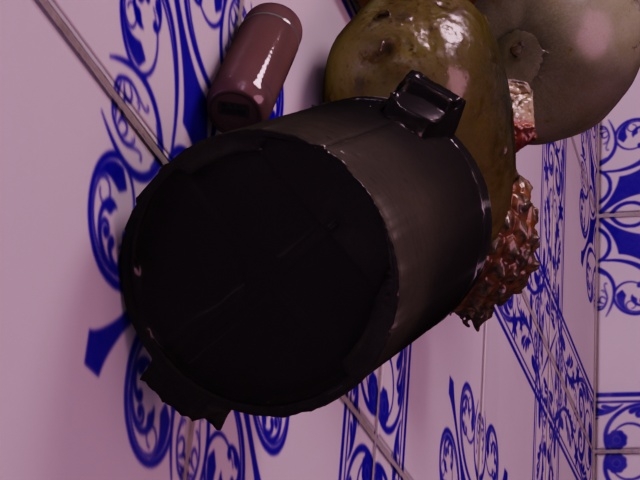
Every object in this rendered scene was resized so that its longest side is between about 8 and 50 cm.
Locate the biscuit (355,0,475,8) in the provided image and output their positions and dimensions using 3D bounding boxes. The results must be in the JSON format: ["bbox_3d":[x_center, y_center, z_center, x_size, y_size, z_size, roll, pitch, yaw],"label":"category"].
[{"bbox_3d":[0.107,-0.317,1.776,0.208,0.041,0.290,-45,151,-2],"label":"biscuit"}]

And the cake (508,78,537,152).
[{"bbox_3d":[0.115,-0.147,1.869,0.117,0.220,0.086,146,-49,-60],"label":"cake"}]

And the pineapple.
[{"bbox_3d":[0.169,0.010,1.934,0.166,0.166,0.193,-50,134,-66],"label":"pineapple"}]

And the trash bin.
[{"bbox_3d":[0.000,0.000,1.284,0.252,0.203,0.301,-60,169,16],"label":"trash bin"}]

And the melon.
[{"bbox_3d":[0.251,-0.247,2.042,0.330,0.269,0.268,-36,122,-68],"label":"melon"}]

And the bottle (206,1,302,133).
[{"bbox_3d":[-0.052,-0.138,1.389,0.140,0.053,0.053,-72,153,-51],"label":"bottle"}]

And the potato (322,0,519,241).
[{"bbox_3d":[0.102,-0.110,1.694,0.210,0.173,0.307,-76,158,-50],"label":"potato"}]
